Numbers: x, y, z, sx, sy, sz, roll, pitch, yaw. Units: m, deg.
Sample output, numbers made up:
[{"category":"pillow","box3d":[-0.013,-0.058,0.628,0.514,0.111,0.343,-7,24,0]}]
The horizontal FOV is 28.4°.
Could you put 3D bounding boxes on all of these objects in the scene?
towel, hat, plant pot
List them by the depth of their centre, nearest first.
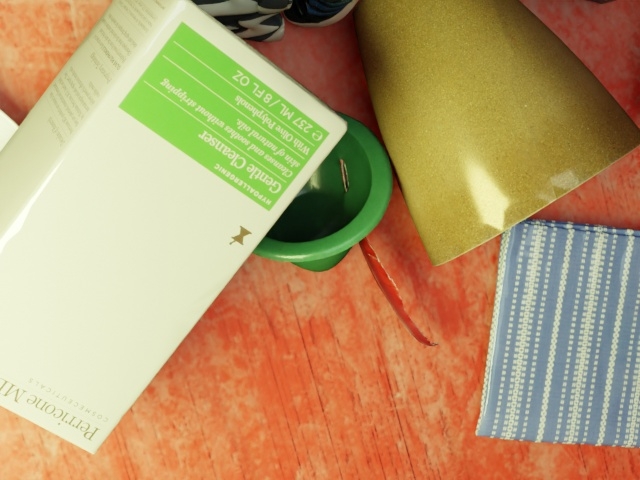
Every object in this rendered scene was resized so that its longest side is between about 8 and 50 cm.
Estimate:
[{"category":"plant pot","box3d":[0.147,-0.144,1.223,0.237,0.237,0.254,-30,89,-14]},{"category":"hat","box3d":[0.000,0.000,1.270,0.173,0.183,0.208,-16,56,0]},{"category":"towel","box3d":[0.338,0.106,1.386,0.336,0.040,0.243,6,93,-16]}]

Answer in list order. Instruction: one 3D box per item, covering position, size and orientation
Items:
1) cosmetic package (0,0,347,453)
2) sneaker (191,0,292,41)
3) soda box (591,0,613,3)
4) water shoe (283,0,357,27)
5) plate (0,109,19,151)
[{"category":"cosmetic package","box3d":[-0.175,-0.027,1.092,0.197,0.155,0.365,33,96,-29]},{"category":"sneaker","box3d":[-0.102,-0.248,1.127,0.153,0.235,0.094,0,82,-6]},{"category":"soda box","box3d":[0.194,-0.320,1.279,0.286,0.091,0.098,10,90,-18]},{"category":"water shoe","box3d":[0.005,-0.249,1.164,0.080,0.203,0.073,-1,84,-33]},{"category":"plate","box3d":[-0.454,-0.081,1.110,0.277,0.045,0.278,42,80,-16]}]
